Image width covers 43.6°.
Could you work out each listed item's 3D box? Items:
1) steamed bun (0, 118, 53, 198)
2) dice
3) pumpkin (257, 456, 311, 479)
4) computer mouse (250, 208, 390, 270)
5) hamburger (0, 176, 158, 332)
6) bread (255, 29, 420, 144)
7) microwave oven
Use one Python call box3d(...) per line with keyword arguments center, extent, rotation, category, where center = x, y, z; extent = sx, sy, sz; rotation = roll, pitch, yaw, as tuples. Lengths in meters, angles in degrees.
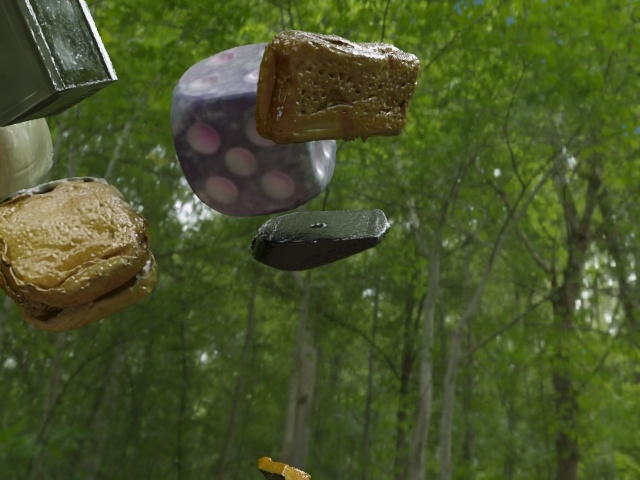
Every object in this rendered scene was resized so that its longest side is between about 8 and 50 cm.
box3d(center=(-0.720, -0.231, 1.751), extent=(0.272, 0.290, 0.274), rotation=(16, -57, -16), category="steamed bun")
box3d(center=(-0.125, -0.226, 1.602), extent=(0.271, 0.270, 0.270), rotation=(-4, -55, 15), category="dice")
box3d(center=(-0.038, 0.294, 0.987), extent=(0.073, 0.035, 0.101), rotation=(43, -22, -18), category="pumpkin")
box3d(center=(0.000, 0.005, 1.635), extent=(0.295, 0.168, 0.087), rotation=(-5, -67, 11), category="computer mouse")
box3d(center=(-0.457, 0.018, 1.446), extent=(0.318, 0.319, 0.158), rotation=(13, -47, 0), category="hamburger")
box3d(center=(0.023, -0.179, 0.981), extent=(0.077, 0.271, 0.139), rotation=(25, -67, 30), category="bread")
box3d(center=(-0.396, -0.284, 1.101), extent=(0.163, 0.129, 0.205), rotation=(-17, -82, 38), category="microwave oven")
